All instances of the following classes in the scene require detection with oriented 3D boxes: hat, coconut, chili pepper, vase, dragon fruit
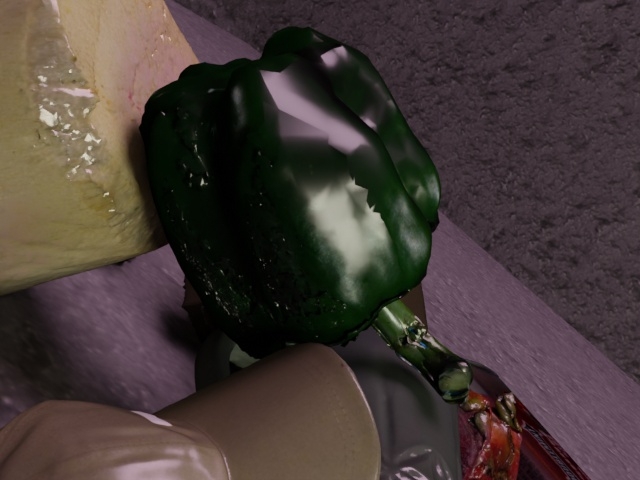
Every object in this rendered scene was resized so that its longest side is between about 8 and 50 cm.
[{"bbox_3d":[-0.075,0.108,0.549,0.144,0.173,0.166,35,9,-47],"label":"hat"},{"bbox_3d":[-0.213,-0.080,0.718,0.239,0.244,0.239,-12,90,-67],"label":"coconut"},{"bbox_3d":[0.000,0.000,0.665,0.174,0.165,0.261,-86,152,-65],"label":"chili pepper"},{"bbox_3d":[0.017,0.165,0.675,0.251,0.156,0.301,39,17,-16],"label":"vase"},{"bbox_3d":[0.148,0.187,1.074,0.102,0.096,0.147,21,18,-44],"label":"dragon fruit"}]

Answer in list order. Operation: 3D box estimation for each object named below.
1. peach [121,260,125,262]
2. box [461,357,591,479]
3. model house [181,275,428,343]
[{"bbox_3d":[-0.186,-0.088,1.025,0.154,0.159,0.267,32,14,1],"label":"peach"},{"bbox_3d":[0.217,0.232,1.177,0.120,0.069,0.224,27,17,-43],"label":"box"},{"bbox_3d":[-0.013,0.037,0.891,0.243,0.204,0.211,-4,83,-87],"label":"model house"}]
